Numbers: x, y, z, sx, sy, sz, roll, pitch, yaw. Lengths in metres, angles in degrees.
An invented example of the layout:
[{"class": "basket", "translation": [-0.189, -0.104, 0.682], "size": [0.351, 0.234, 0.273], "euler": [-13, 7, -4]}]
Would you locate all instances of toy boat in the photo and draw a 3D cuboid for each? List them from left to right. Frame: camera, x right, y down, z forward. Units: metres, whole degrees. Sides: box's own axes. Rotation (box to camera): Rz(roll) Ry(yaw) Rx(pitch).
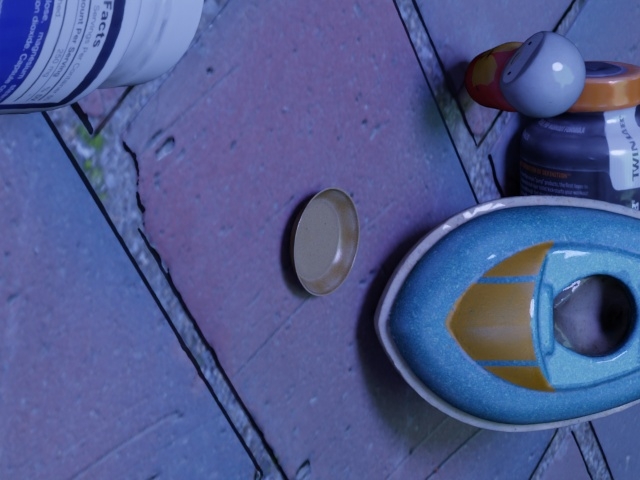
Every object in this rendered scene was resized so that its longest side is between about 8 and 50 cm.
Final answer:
[{"class": "toy boat", "translation": [0.169, -0.004, 1.458], "size": [0.268, 0.148, 0.318], "euler": [-8, 95, -16]}]

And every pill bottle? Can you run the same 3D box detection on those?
[{"class": "pill bottle", "translation": [-0.191, -0.141, 0.975], "size": [0.265, 0.153, 0.153], "euler": [-8, 105, -53]}, {"class": "pill bottle", "translation": [0.239, -0.031, 1.610], "size": [0.130, 0.130, 0.245], "euler": [-23, 117, -49]}]

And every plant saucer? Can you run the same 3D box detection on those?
[{"class": "plant saucer", "translation": [0.000, 0.000, 1.388], "size": [0.083, 0.015, 0.083], "euler": [-19, 114, -51]}]
